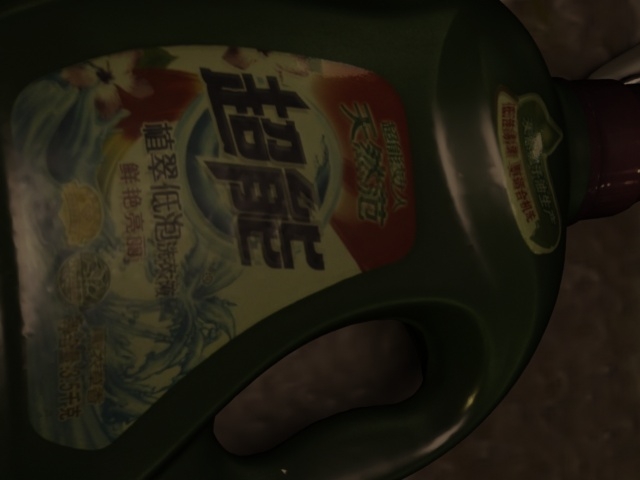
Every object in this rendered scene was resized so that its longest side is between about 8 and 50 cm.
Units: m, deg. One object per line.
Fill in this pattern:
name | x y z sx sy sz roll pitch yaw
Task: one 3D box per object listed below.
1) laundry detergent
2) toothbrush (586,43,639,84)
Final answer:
laundry detergent | 0.000 0.000 0.517 0.221 0.078 0.144 -6 94 -24
toothbrush | 0.200 -0.103 0.624 0.288 0.021 0.024 -30 111 -19
